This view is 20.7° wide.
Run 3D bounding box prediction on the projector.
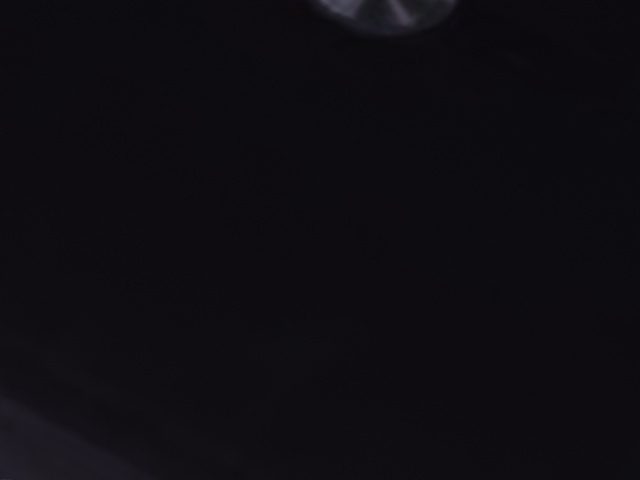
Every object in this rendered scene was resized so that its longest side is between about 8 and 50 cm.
[{"bbox_3d":[0.000,0.000,0.596,0.395,0.405,0.242,27,142,10],"label":"projector"}]
